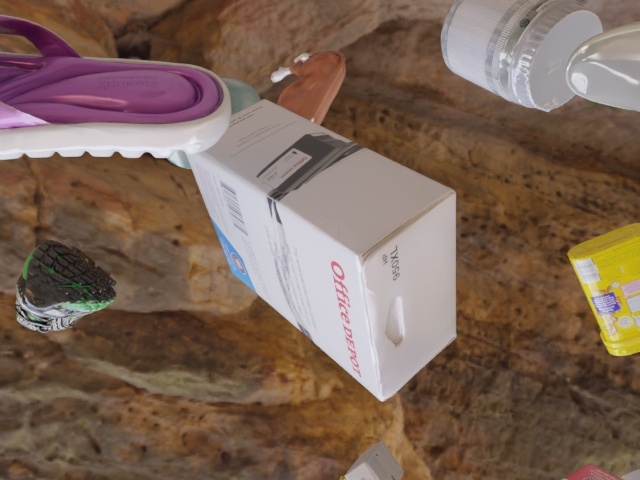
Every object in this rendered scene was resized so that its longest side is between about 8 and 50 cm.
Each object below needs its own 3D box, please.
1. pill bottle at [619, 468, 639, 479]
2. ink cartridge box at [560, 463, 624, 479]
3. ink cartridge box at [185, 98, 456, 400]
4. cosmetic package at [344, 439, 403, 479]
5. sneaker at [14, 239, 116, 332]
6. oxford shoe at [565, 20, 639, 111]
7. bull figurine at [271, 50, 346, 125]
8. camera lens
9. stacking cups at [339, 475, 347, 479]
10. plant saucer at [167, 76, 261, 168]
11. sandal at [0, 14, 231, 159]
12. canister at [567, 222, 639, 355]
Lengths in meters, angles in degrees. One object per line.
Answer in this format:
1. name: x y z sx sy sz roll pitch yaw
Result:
1. pill bottle: 0.688 0.621 1.111 0.176 0.176 0.318 3 -146 -27
2. ink cartridge box: 0.385 0.475 0.862 0.283 0.117 0.207 -18 -171 -19
3. ink cartridge box: 0.000 0.000 0.853 0.166 0.285 0.395 -35 -134 -23
4. cosmetic package: 0.156 0.661 1.642 0.117 0.085 0.231 54 -167 12
5. sneaker: -0.421 0.096 0.937 0.134 0.146 0.343 42 167 -7
6. oxford shoe: 0.576 -0.218 0.847 0.449 0.130 0.169 23 156 35
7. bull figurine: -0.061 -0.259 1.201 0.101 0.310 0.188 38 174 -40
8. camera lens: 0.405 -0.415 1.209 0.219 0.219 0.274 2 -150 -36
9. stacking cups: -0.089 0.550 1.125 0.316 0.096 0.096 -19 -175 3
10. plant saucer: -0.196 -0.213 0.986 0.195 0.195 0.037 8 156 17
11. sandal: -0.288 -0.150 0.518 0.416 0.102 0.169 -6 -134 -20
12. canister: 0.465 0.073 0.877 0.126 0.170 0.073 -24 -171 19
